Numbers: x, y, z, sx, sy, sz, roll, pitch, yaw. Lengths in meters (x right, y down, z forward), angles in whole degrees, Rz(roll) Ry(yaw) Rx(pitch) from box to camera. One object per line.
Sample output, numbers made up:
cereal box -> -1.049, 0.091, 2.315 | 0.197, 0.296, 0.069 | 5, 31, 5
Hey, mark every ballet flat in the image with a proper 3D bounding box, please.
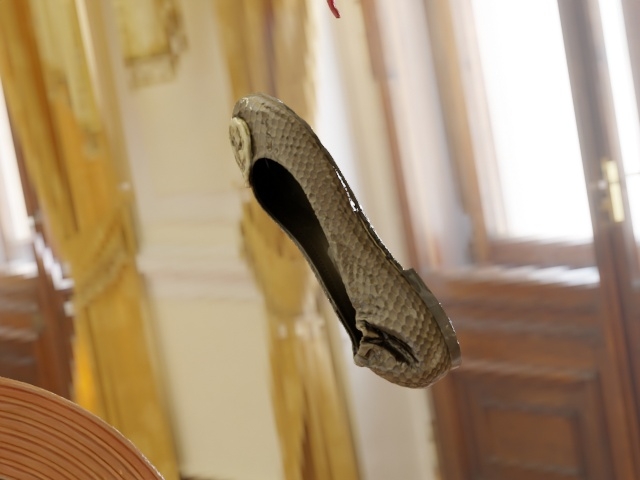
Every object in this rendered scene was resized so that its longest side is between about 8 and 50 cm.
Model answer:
ballet flat -> 0.000, 0.000, 1.132 | 0.058, 0.250, 0.084 | -27, -33, -14

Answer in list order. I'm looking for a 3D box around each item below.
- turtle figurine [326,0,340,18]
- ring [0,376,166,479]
turtle figurine -> -0.029, -0.194, 0.852 | 0.234, 0.175, 0.118 | 7, 42, -33
ring -> -0.228, 0.248, 1.106 | 0.336, 0.337, 0.032 | -11, 0, -8
